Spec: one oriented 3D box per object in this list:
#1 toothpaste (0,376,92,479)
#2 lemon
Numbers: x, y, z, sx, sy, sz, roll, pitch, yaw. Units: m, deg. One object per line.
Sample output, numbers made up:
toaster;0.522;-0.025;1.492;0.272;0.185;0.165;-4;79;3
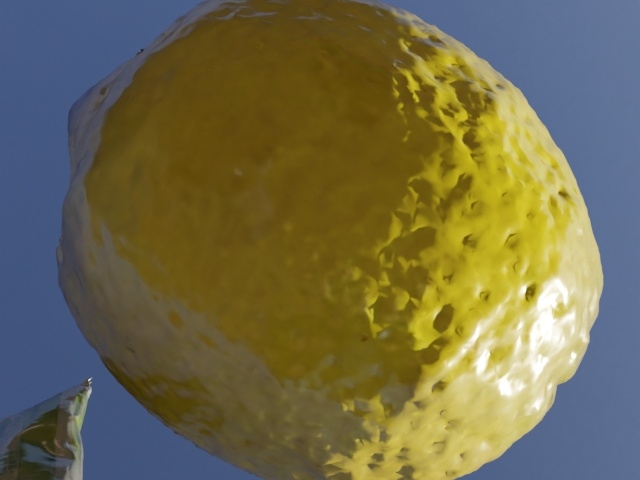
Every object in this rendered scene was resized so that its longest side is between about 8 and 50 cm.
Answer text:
toothpaste;-0.127;0.128;0.539;0.078;0.047;0.248;-28;-157;0
lemon;0.001;0.003;0.464;0.180;0.180;0.193;-31;-88;-23
